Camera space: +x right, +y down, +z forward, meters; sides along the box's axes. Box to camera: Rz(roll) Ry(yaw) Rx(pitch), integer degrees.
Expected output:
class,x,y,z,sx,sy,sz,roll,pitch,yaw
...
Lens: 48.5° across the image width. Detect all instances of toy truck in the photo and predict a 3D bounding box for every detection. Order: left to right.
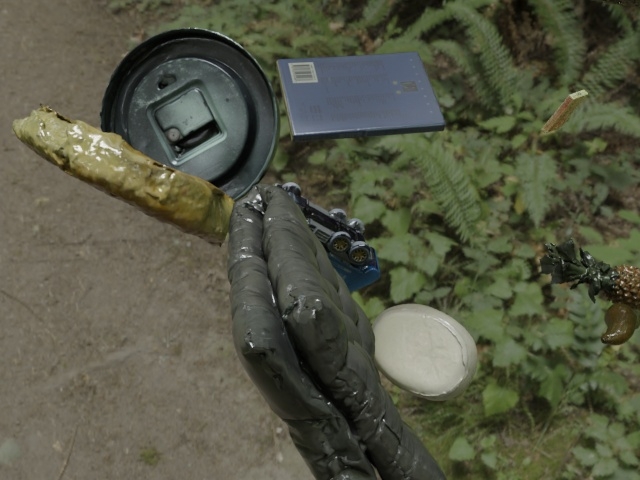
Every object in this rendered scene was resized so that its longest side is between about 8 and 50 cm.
class,x,y,z,sx,sy,sz,roll,pitch,yaw
toy truck,0.000,0.000,1.909,0.367,0.175,0.146,30,26,-20

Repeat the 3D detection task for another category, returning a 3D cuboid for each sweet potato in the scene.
class,x,y,z,sx,sy,sz,roll,pitch,yaw
sweet potato,0.591,0.153,1.386,0.059,0.069,0.249,-14,-4,31

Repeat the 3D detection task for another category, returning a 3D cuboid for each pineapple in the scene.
class,x,y,z,sx,sy,sz,roll,pitch,yaw
pineapple,0.677,0.081,1.732,0.277,0.130,0.119,16,17,-14

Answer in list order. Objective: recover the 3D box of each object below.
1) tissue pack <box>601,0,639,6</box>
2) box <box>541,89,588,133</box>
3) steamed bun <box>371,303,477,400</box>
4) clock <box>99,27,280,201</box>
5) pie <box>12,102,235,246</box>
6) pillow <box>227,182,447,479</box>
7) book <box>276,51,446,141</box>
class,x,y,z,sx,sy,sz,roll,pitch,yaw
tissue pack,0.158,-0.223,0.355,0.082,0.120,0.169,9,79,9
box,0.472,-0.249,1.377,0.058,0.093,0.015,-24,65,-39
steamed bun,0.210,0.221,1.441,0.228,0.177,0.130,20,7,27
clock,-0.268,-0.243,1.487,0.386,0.387,0.076,16,5,7
pie,-0.260,-0.090,0.994,0.339,0.083,0.339,29,-2,1
pillow,-0.004,0.092,0.679,0.101,0.228,0.326,-29,23,1
book,0.068,-0.256,1.251,0.269,0.025,0.191,-6,56,-10
